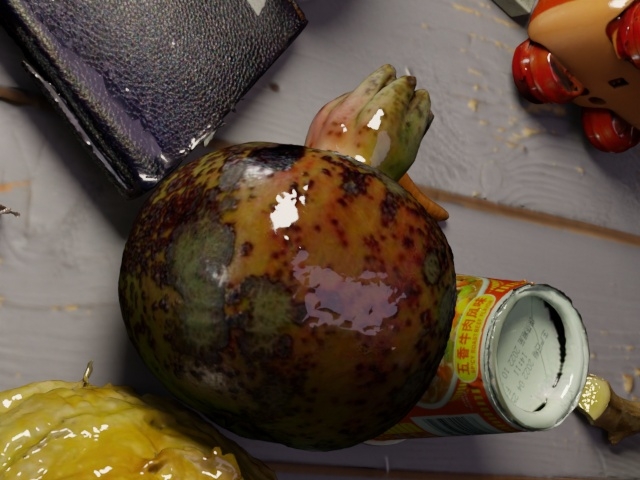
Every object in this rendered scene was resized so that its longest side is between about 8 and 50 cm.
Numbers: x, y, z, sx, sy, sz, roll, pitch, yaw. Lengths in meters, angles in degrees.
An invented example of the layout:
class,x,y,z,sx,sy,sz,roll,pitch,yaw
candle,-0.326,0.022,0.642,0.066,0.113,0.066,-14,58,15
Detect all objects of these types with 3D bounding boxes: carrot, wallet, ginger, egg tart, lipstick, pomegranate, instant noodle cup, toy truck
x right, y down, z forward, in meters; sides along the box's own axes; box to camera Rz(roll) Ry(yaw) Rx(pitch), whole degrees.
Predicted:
class,x,y,z,sx,sy,sz,roll,pitch,yaw
carrot,0.082,-0.051,1.368,0.142,0.035,0.035,39,66,-39
wallet,-0.146,-0.195,1.178,0.221,0.071,0.262,52,56,-19
ginger,0.323,0.189,1.544,0.137,0.044,0.057,28,54,-36
egg tart,-0.154,0.244,1.045,0.351,0.153,0.340,8,60,-32
lipstick,0.173,-0.283,1.448,0.129,0.030,0.030,36,67,-32
pomegranate,0.000,0.000,1.148,0.285,0.285,0.341,38,67,-31
instant noodle cup,0.124,0.102,1.280,0.193,0.212,0.193,2,87,-38
toy truck,0.348,-0.235,1.494,0.265,0.189,0.239,30,62,-37

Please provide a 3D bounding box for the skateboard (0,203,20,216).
class,x,y,z,sx,sy,sz,roll,pitch,yaw
skateboard,-0.275,0.003,1.086,0.083,0.032,0.064,-21,112,-35
